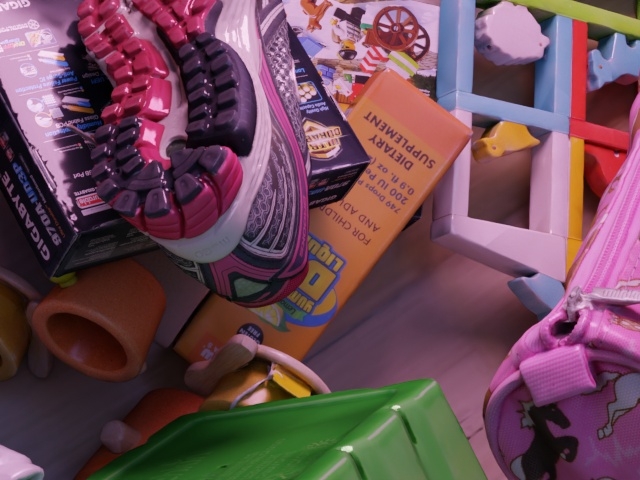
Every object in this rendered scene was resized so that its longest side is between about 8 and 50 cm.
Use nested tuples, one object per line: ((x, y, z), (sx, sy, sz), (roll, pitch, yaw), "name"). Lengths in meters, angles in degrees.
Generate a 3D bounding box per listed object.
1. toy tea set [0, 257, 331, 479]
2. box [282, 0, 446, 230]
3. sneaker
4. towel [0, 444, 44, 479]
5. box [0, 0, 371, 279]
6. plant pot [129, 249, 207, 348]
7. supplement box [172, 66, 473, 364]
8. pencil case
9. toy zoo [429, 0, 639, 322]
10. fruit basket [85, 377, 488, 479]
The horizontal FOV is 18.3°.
((-0.164, 0.088, 1.211), (0.336, 0.200, 0.124), (34, 56, -6), "toy tea set")
((-0.035, -0.108, 1.381), (0.233, 0.044, 0.159), (11, 74, -13), "box")
((-0.066, -0.086, 1.132), (0.112, 0.121, 0.299), (50, 26, -38), "sneaker")
((-0.348, 0.199, 1.069), (0.320, 0.374, 0.090), (-54, 129, -22), "towel")
((-0.101, -0.084, 1.208), (0.220, 0.051, 0.175), (-16, 66, -36), "box")
((-0.117, -0.016, 1.271), (0.096, 0.109, 0.109), (30, 103, -22), "plant pot")
((0.000, 0.000, 1.311), (0.078, 0.080, 0.233), (37, 92, -5), "supplement box")
((0.234, 0.009, 1.279), (0.160, 0.167, 0.386), (28, 47, 4), "pencil case")
((0.168, -0.082, 1.417), (0.192, 0.030, 0.293), (11, 73, -28), "toy zoo")
((0.001, 0.284, 1.018), (0.283, 0.392, 0.392), (-10, 76, 22), "fruit basket")
